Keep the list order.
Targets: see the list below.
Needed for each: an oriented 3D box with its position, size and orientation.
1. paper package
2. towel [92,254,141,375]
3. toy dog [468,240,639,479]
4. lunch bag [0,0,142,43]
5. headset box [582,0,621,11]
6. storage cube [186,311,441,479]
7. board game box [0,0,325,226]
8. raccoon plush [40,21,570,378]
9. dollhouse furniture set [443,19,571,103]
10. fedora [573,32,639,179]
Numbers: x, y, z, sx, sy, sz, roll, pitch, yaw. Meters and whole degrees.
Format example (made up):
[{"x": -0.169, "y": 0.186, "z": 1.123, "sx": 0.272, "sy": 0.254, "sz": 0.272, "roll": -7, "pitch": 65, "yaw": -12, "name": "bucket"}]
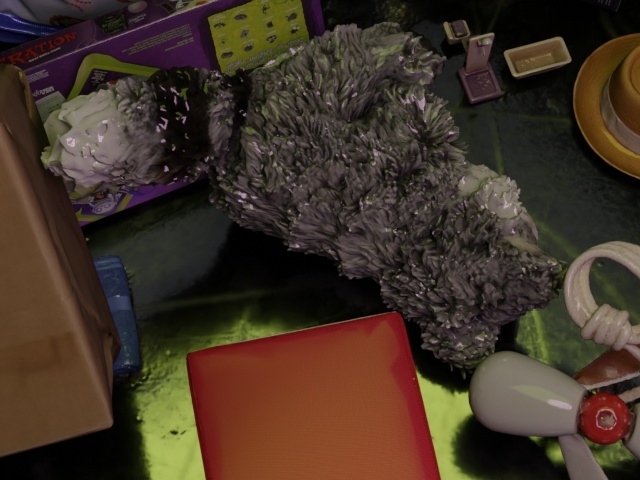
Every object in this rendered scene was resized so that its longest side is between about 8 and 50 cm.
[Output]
[{"x": -0.366, "y": 0.044, "z": 1.159, "sx": 0.325, "sy": 0.168, "sz": 0.309, "roll": -16, "pitch": 112, "yaw": 0, "name": "paper package"}, {"x": -0.211, "y": 0.075, "z": 1.314, "sx": 0.067, "sy": 0.029, "sz": 0.119, "roll": -12, "pitch": 67, "yaw": -5, "name": "towel"}, {"x": 0.312, "y": 0.164, "z": 1.208, "sx": 0.334, "sy": 0.161, "sz": 0.220, "roll": 37, "pitch": 97, "yaw": 13, "name": "toy dog"}, {"x": -0.250, "y": -0.379, "z": 1.399, "sx": 0.386, "sy": 0.239, "sz": 0.327, "roll": 1, "pitch": 68, "yaw": -8, "name": "lunch bag"}, {"x": 0.226, "y": -0.414, "z": 1.467, "sx": 0.283, "sy": 0.131, "sz": 0.246, "roll": 20, "pitch": 68, "yaw": 9, "name": "headset box"}, {"x": -0.006, "y": 0.195, "z": 1.179, "sx": 0.215, "sy": 0.183, "sz": 0.193, "roll": -10, "pitch": 67, "yaw": -4, "name": "storage cube"}, {"x": -0.156, "y": -0.133, "z": 1.306, "sx": 0.347, "sy": 0.208, "sz": 0.056, "roll": -22, "pitch": 45, "yaw": -10, "name": "board game box"}, {"x": 0.000, "y": 0.000, "z": 1.219, "sx": 0.446, "sy": 0.216, "sz": 0.299, "roll": -18, "pitch": 67, "yaw": -29, "name": "raccoon plush"}, {"x": 0.195, "y": -0.211, "z": 1.406, "sx": 0.114, "sy": 0.081, "sz": 0.091, "roll": -15, "pitch": 68, "yaw": -6, "name": "dollhouse furniture set"}, {"x": 0.355, "y": -0.147, "z": 1.381, "sx": 0.194, "sy": 0.079, "sz": 0.194, "roll": 0, "pitch": 67, "yaw": -1, "name": "fedora"}]
